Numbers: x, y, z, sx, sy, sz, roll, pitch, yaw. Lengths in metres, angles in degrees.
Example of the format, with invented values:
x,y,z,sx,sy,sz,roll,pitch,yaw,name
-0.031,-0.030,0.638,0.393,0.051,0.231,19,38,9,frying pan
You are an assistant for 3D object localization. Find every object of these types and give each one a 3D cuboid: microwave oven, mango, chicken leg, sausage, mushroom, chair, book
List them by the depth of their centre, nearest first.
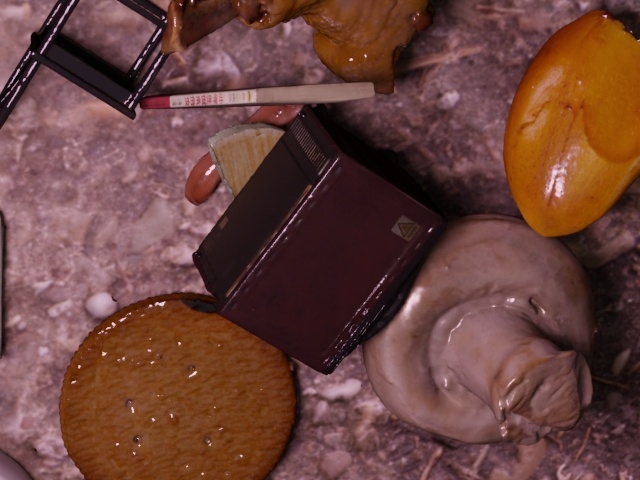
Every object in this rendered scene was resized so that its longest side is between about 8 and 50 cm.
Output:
x,y,z,sx,sy,sz,roll,pitch,yaw,name
0.007,-0.270,1.716,0.409,0.182,0.295,-31,130,-26,chicken leg
-0.074,-0.160,1.720,0.162,0.232,0.022,-8,98,-38,book
-0.266,-0.197,1.743,0.141,0.154,0.260,32,98,-16,chair
0.000,0.000,1.786,0.188,0.178,0.247,30,104,-29,microwave oven
0.304,-0.127,1.836,0.187,0.138,0.257,34,83,7,mango
0.201,0.119,1.843,0.298,0.290,0.297,-3,107,-11,mushroom
-0.094,-0.114,1.856,0.186,0.043,0.043,-41,109,4,sausage

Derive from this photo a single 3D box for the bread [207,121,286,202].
x,y,z,sx,sy,sz,roll,pitch,yaw,name
-0.062,-0.078,1.853,0.112,0.036,0.193,-30,134,-9,bread

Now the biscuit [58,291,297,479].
x,y,z,sx,sy,sz,roll,pitch,yaw,name
-0.177,0.208,1.944,0.305,0.038,0.305,-2,106,-7,biscuit

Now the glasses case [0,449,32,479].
x,y,z,sx,sy,sz,roll,pitch,yaw,name
-0.450,0.258,1.887,0.233,0.092,0.059,36,94,-16,glasses case

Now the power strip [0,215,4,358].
x,y,z,sx,sy,sz,roll,pitch,yaw,name
-0.483,0.055,1.832,0.213,0.064,0.198,-2,106,-23,power strip
